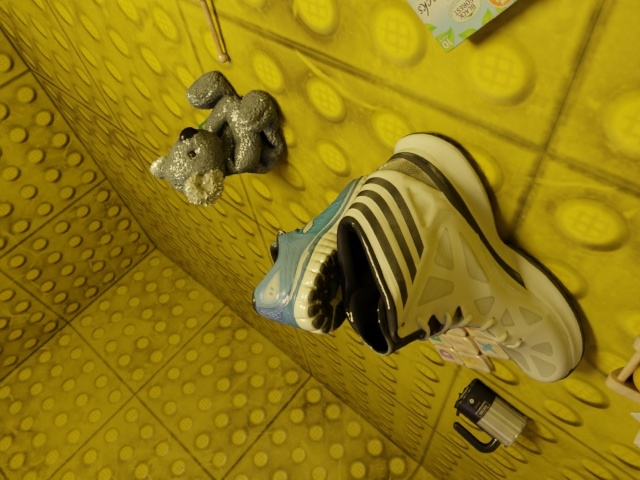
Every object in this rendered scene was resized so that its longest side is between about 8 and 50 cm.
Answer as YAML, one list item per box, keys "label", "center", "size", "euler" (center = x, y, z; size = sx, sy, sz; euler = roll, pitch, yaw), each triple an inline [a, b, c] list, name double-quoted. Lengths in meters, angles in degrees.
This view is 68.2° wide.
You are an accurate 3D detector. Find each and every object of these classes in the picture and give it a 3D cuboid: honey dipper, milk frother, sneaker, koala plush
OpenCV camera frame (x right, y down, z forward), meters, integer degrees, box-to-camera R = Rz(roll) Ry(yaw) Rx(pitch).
- label: "honey dipper"
  center: [-0.182, -0.362, 0.777]
  size: [0.031, 0.030, 0.160]
  euler: [34, 160, 24]
- label: "milk frother"
  center: [0.381, 0.399, 1.091]
  size: [0.135, 0.129, 0.143]
  euler: [37, -160, 18]
- label: "sneaker"
  center: [0.000, 0.000, 0.723]
  size: [0.147, 0.330, 0.129]
  euler: [0, 123, 29]
- label: "sneaker"
  center: [0.177, 0.098, 0.665]
  size: [0.447, 0.257, 0.169]
  euler: [50, 157, -15]
- label: "koala plush"
  center: [-0.201, -0.165, 0.898]
  size: [0.196, 0.221, 0.203]
  euler: [30, 154, 30]

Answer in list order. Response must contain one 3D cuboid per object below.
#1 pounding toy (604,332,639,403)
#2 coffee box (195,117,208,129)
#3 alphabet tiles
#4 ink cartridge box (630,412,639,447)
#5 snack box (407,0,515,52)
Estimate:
- label: "pounding toy"
  center: [0.443, 0.221, 0.499]
  size: [0.270, 0.154, 0.154]
  euler: [32, 128, 29]
- label: "coffee box"
  center: [-0.275, -0.224, 1.160]
  size: [0.113, 0.040, 0.184]
  euler: [52, 157, -18]
- label: "alphabet tiles"
  center: [0.246, 0.168, 0.988]
  size: [0.284, 0.021, 0.278]
  euler: [53, 157, -21]
- label: "ink cartridge box"
  center: [0.535, 0.301, 0.667]
  size: [0.104, 0.061, 0.181]
  euler: [43, 158, 5]
- label: "snack box"
  center: [0.113, -0.259, 0.432]
  size: [0.141, 0.037, 0.100]
  euler: [48, 159, -11]
